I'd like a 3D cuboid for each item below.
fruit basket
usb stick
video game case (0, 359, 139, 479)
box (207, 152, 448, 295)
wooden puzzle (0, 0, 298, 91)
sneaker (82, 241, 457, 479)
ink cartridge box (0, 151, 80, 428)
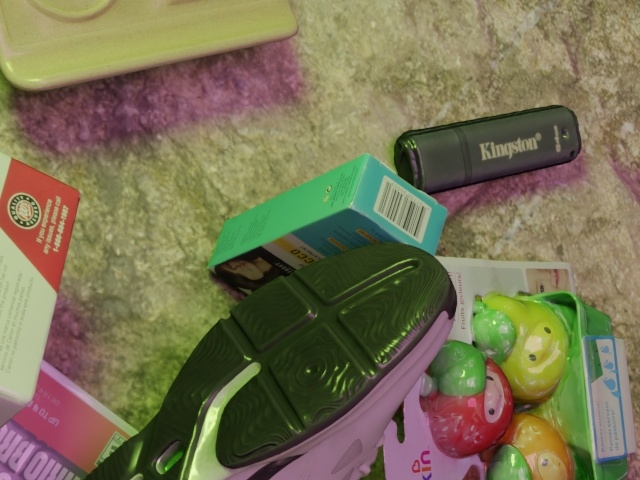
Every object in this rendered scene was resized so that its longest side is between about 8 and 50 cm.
[{"bbox_3d":[0.190,0.175,1.223,0.353,0.165,0.326,7,76,-50],"label":"fruit basket"},{"bbox_3d":[0.202,-0.109,1.381,0.278,0.045,0.077,-13,88,-34],"label":"usb stick"},{"bbox_3d":[-0.304,0.231,1.003,0.204,0.025,0.285,42,62,-20],"label":"video game case"},{"bbox_3d":[0.000,0.000,1.108,0.101,0.244,0.060,33,59,-24],"label":"box"},{"bbox_3d":[-0.204,-0.333,1.133,0.322,0.080,0.347,-19,95,-33],"label":"wooden puzzle"},{"bbox_3d":[-0.023,0.211,1.049,0.447,0.169,0.257,-43,132,2],"label":"sneaker"},{"bbox_3d":[-0.363,0.006,0.906,0.306,0.131,0.226,27,45,-24],"label":"ink cartridge box"}]
